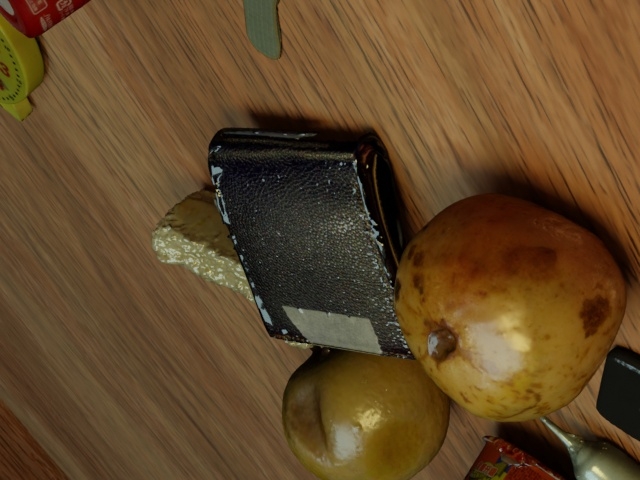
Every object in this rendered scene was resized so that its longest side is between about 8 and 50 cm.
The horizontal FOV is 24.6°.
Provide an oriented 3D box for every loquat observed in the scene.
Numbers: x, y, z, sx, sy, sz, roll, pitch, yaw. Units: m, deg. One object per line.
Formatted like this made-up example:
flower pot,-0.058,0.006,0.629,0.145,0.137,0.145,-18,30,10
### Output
loquat,0.052,0.200,1.770,0.213,0.213,0.213,32,153,19

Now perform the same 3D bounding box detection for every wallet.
wallet,0.000,0.000,1.598,0.221,0.071,0.262,4,118,38

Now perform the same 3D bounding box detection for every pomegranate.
pomegranate,0.183,0.057,1.372,0.215,0.215,0.215,32,153,19

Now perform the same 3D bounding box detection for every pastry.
pastry,-0.083,0.028,1.771,0.258,0.121,0.089,31,148,21

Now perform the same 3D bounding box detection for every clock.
clock,-0.478,-0.282,1.893,0.277,0.071,0.293,35,154,14

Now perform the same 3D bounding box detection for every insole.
insole,-0.060,-0.243,1.444,0.064,0.004,0.188,33,153,20

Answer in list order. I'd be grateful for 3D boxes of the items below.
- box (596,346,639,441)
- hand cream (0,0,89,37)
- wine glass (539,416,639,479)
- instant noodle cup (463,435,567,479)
box,0.346,0.170,1.511,0.126,0.027,0.125,31,150,23
hand cream,-0.299,-0.311,1.481,0.193,0.125,0.193,51,168,15
wine glass,0.301,0.243,1.640,0.262,0.074,0.074,41,155,-3
instant noodle cup,0.236,0.380,1.738,0.250,0.192,0.250,38,169,9
